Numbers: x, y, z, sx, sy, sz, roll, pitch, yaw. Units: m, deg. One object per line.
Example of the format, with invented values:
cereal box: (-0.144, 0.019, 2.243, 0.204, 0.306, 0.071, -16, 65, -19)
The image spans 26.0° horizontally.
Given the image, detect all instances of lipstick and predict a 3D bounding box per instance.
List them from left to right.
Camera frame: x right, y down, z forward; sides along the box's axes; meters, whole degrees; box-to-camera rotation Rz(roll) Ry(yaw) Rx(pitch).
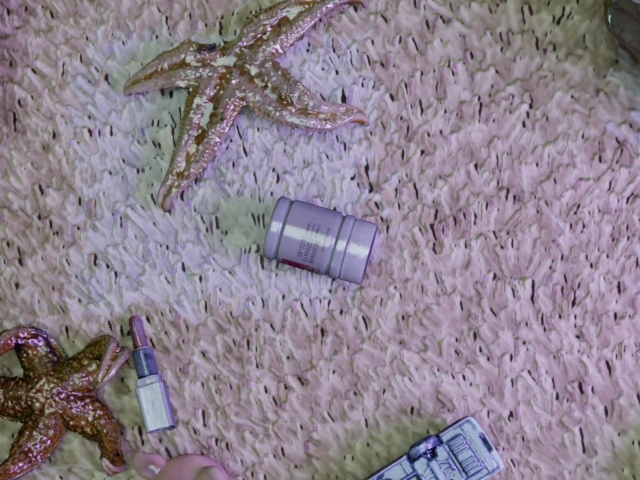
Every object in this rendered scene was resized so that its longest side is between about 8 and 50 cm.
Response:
lipstick: (-0.155, 0.119, 1.241, 0.025, 0.025, 0.107, -17, 78, 2)

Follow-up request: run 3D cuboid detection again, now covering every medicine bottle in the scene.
medicine bottle: (0.000, 0.000, 1.226, 0.091, 0.058, 0.058, 16, 86, 5)

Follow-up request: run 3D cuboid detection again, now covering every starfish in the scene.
starfish: (-0.257, 0.146, 1.215, 0.189, 0.074, 0.146, 7, 78, 3)
starfish: (-0.057, -0.136, 1.248, 0.247, 0.050, 0.138, -23, 85, 4)

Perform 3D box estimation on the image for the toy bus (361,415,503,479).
toy bus: (0.064, 0.222, 1.192, 0.190, 0.075, 0.064, -32, 82, 1)

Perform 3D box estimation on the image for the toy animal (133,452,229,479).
toy animal: (-0.107, 0.249, 1.197, 0.083, 0.089, 0.150, -12, 93, -1)

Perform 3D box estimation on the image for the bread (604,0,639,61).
bread: (0.390, -0.215, 1.140, 0.250, 0.225, 0.279, 39, 86, 1)
